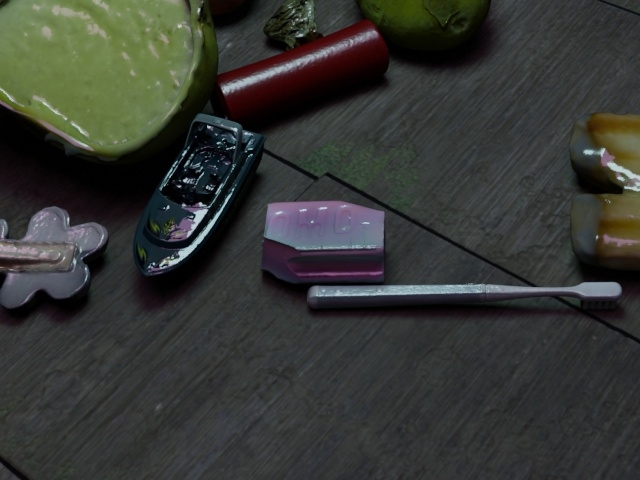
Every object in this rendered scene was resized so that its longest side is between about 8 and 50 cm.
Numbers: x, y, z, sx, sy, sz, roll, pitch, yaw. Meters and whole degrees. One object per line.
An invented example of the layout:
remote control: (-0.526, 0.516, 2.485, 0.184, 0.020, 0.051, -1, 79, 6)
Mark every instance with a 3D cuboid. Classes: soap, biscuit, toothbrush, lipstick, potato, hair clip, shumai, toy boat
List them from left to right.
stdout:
hair clip: (-0.378, 0.016, 1.204, 0.257, 0.075, 0.146, 5, 52, 1)
potato: (-0.257, -0.219, 1.324, 0.330, 0.213, 0.280, -44, 78, 1)
toy boat: (-0.149, -0.052, 1.218, 0.093, 0.103, 0.246, 17, 56, 15)
lipstick: (-0.028, -0.217, 1.360, 0.241, 0.080, 0.080, -22, 51, -14)
shumai: (-0.028, -0.296, 1.449, 0.083, 0.082, 0.080, -40, 94, -11)
soap: (0.000, 0.000, 1.177, 0.149, 0.056, 0.100, -1, 37, 7)
potato: (0.133, -0.368, 1.428, 0.186, 0.148, 0.253, -25, 51, -18)
toothbrush: (0.155, 0.060, 1.136, 0.342, 0.030, 0.025, 0, 49, 5)
biscuit: (0.432, -0.052, 1.185, 0.291, 0.062, 0.237, 3, 49, 8)

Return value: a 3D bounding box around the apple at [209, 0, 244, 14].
apple: (-0.158, -0.399, 1.486, 0.146, 0.146, 0.146, -3, 49, 3)
